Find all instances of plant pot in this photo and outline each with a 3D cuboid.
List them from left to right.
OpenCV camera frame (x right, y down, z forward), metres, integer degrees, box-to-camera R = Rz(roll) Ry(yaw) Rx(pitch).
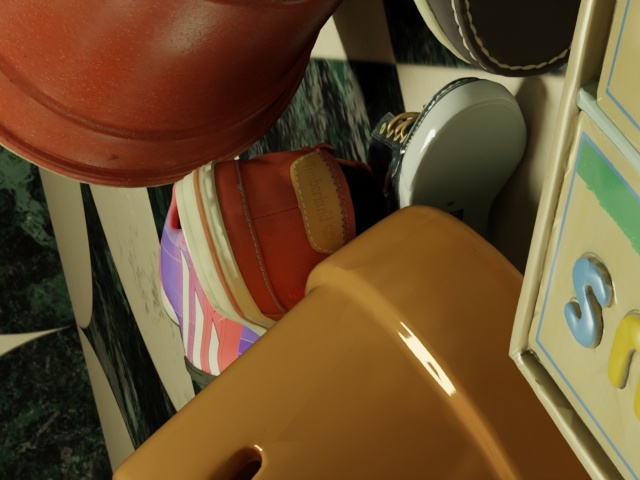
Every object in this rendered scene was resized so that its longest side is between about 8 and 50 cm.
[{"bbox_3d":[-0.084,-0.192,1.083,0.265,0.272,0.272,-30,76,67],"label":"plant pot"},{"bbox_3d":[0.028,0.154,0.945,0.291,0.203,0.291,56,165,24],"label":"plant pot"}]

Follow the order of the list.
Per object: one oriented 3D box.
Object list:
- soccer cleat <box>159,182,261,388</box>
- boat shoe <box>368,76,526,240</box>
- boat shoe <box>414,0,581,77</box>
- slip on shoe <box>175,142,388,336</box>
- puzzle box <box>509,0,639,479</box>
[{"bbox_3d":[-0.074,0.037,1.547,0.318,0.108,0.116,-134,36,-67],"label":"soccer cleat"},{"bbox_3d":[0.060,-0.050,1.014,0.183,0.065,0.083,99,154,-59],"label":"boat shoe"},{"bbox_3d":[0.086,-0.177,0.719,0.092,0.102,0.285,-114,22,-50],"label":"boat shoe"},{"bbox_3d":[0.000,0.000,1.151,0.331,0.101,0.123,26,-133,-79],"label":"slip on shoe"},{"bbox_3d":[0.184,0.053,0.583,0.409,0.052,0.272,-122,31,-49],"label":"puzzle box"}]
